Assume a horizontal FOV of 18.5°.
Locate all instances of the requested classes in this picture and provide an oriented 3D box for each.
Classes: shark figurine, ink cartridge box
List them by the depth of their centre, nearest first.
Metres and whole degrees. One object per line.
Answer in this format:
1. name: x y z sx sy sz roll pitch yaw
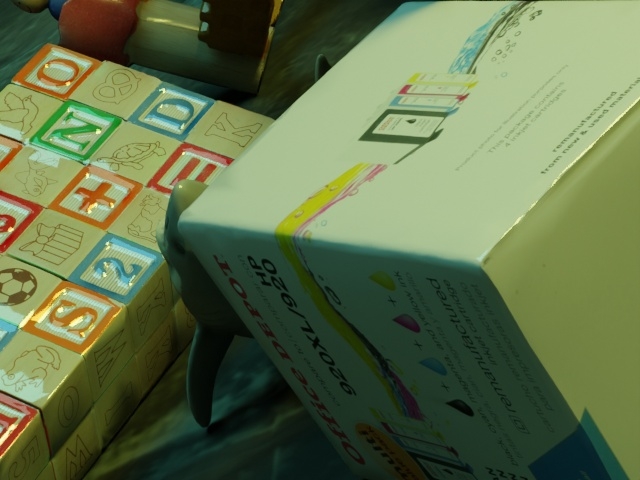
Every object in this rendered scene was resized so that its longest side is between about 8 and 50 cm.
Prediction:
1. ink cartridge box: 0.089 0.010 0.857 0.168 0.171 0.232 -43 25 -22
2. shark figurine: 0.010 0.008 1.092 0.116 0.166 0.278 9 23 22

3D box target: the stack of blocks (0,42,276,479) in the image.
1. stack of blocks: -0.169 0.024 1.158 0.171 0.087 0.297 20 50 21

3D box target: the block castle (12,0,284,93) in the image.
1. block castle: -0.097 -0.334 1.347 0.453 0.212 0.303 102 -177 -65

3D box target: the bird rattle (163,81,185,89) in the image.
1. bird rattle: -0.185 -0.050 1.430 0.207 0.143 0.253 -27 9 -15
